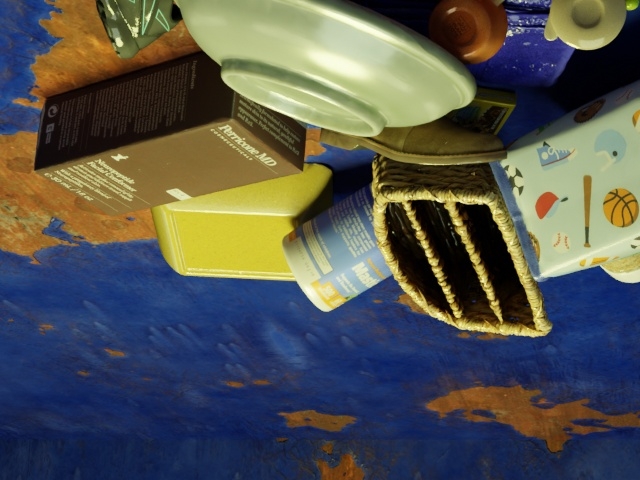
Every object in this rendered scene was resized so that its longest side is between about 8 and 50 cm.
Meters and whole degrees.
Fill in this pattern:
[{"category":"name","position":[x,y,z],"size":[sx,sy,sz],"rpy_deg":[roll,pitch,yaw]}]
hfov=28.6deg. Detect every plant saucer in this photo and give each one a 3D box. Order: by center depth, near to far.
[{"category":"plant saucer","position":[-0.009,-0.212,1.562],"size":[0.401,0.100,0.400],"rpy_deg":[19,176,1]},{"category":"plant saucer","position":[-0.145,-0.021,2.244],"size":[0.333,0.081,0.332],"rpy_deg":[3,151,3]}]

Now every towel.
[{"category":"towel","position":[0.184,-0.271,1.666],"size":[0.308,0.076,0.227],"rpy_deg":[5,156,-2]}]

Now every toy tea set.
[{"category":"toy tea set","position":[0.261,-0.315,1.484],"size":[0.336,0.200,0.124],"rpy_deg":[-3,-170,15]}]

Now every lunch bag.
[{"category":"lunch bag","position":[0.482,-0.118,1.764],"size":[0.328,0.238,0.385],"rpy_deg":[-23,173,43]}]

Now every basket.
[{"category":"basket","position":[0.196,0.007,1.900],"size":[0.214,0.223,0.299],"rpy_deg":[-19,128,11]}]

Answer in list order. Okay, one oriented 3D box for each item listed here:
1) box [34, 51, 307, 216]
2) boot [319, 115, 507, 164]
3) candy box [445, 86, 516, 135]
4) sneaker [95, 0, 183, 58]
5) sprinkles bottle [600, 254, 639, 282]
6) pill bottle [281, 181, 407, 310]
[{"category":"box","position":[-0.227,-0.159,1.912],"size":[0.381,0.143,0.191],"rpy_deg":[-13,151,30]},{"category":"boot","position":[0.126,-0.170,1.747],"size":[0.305,0.115,0.112],"rpy_deg":[16,-165,37]},{"category":"candy box","position":[0.221,-0.177,1.940],"size":[0.105,0.027,0.206],"rpy_deg":[10,156,-7]},{"category":"sneaker","position":[-0.246,-0.342,1.580],"size":[0.106,0.101,0.267],"rpy_deg":[-22,153,-5]},{"category":"sprinkles bottle","position":[0.462,-0.043,2.096],"size":[0.121,0.121,0.355],"rpy_deg":[-12,152,32]},{"category":"pill bottle","position":[0.085,-0.009,2.107],"size":[0.272,0.152,0.152],"rpy_deg":[-31,147,11]}]
